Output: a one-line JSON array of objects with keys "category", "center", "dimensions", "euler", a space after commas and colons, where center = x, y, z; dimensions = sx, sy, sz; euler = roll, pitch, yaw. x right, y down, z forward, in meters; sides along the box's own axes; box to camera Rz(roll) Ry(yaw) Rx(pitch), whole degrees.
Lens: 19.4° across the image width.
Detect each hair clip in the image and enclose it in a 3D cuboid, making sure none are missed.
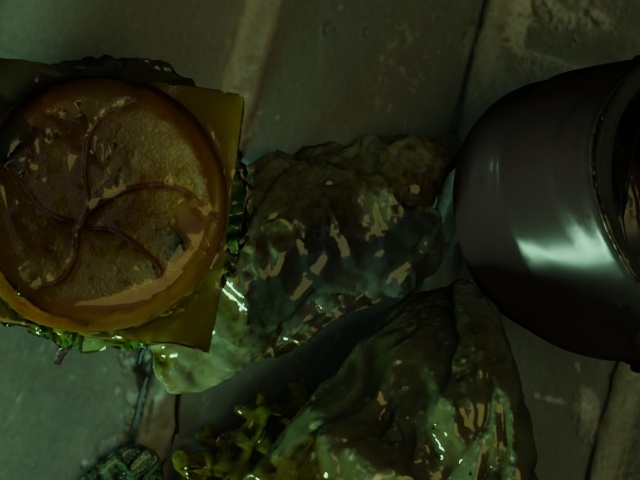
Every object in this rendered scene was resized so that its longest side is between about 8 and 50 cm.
[{"category": "hair clip", "center": [-0.213, 0.256, 1.536], "dimensions": [0.229, 0.036, 0.066], "euler": [-47, 127, -27]}]

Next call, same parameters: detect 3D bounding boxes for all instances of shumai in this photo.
[{"category": "shumai", "center": [0.043, 0.190, 1.560], "dimensions": [0.262, 0.267, 0.314], "euler": [-4, 71, -4]}]

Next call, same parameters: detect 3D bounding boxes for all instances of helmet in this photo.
[{"category": "helmet", "center": [0.240, -0.017, 1.652], "dimensions": [0.338, 0.197, 0.271], "euler": [23, 65, -59]}]

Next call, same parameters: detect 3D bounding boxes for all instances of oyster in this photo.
[{"category": "oyster", "center": [0.003, 0.003, 1.577], "dimensions": [0.341, 0.110, 0.166], "euler": [-22, 109, -25]}]

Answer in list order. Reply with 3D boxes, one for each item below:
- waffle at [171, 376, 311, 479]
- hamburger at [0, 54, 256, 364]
[{"category": "waffle", "center": [-0.033, 0.242, 1.634], "dimensions": [0.231, 0.051, 0.229], "euler": [-26, 114, -24]}, {"category": "hamburger", "center": [-0.176, -0.024, 1.442], "dimensions": [0.261, 0.138, 0.243], "euler": [12, 81, -8]}]
